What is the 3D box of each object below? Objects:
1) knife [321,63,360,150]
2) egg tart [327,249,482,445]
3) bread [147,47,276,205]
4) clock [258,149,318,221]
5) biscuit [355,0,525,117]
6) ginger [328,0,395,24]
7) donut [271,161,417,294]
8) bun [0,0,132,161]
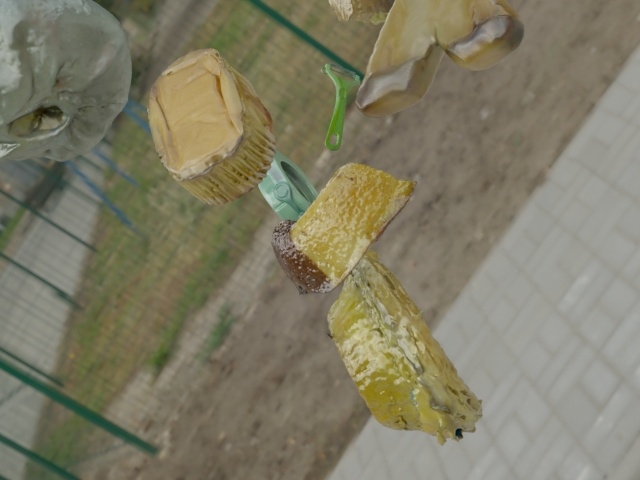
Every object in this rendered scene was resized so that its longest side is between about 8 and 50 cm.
[{"bbox_3d":[0.029,-0.235,2.115,0.022,0.078,0.166,137,145,-59],"label":"knife"},{"bbox_3d":[0.128,0.190,2.039,0.169,0.387,0.388,-31,17,3],"label":"egg tart"},{"bbox_3d":[-0.130,-0.135,1.466,0.132,0.114,0.190,-30,57,15],"label":"bread"},{"bbox_3d":[-0.059,-0.090,2.391,0.066,0.159,0.211,-40,53,14],"label":"clock"},{"bbox_3d":[0.095,-0.210,0.985,0.164,0.047,0.207,-22,53,36],"label":"biscuit"},{"bbox_3d":[0.102,-0.426,1.735,0.130,0.221,0.275,29,79,43],"label":"ginger"},{"bbox_3d":[0.000,0.000,1.780,0.295,0.112,0.151,-43,10,47],"label":"donut"},{"bbox_3d":[-0.490,-0.275,2.068,0.354,0.355,0.194,-49,38,27],"label":"bun"}]
